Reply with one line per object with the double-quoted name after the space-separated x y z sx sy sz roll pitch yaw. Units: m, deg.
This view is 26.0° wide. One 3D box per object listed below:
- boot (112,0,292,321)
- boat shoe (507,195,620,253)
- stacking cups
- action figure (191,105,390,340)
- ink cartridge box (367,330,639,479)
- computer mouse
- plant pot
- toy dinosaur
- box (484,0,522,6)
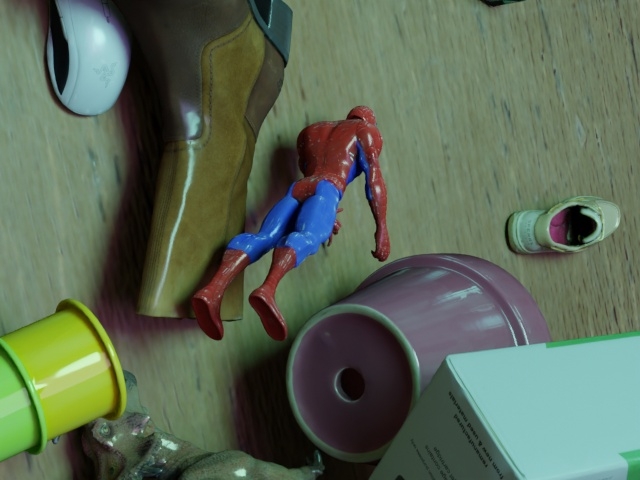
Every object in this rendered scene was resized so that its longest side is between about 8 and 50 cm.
-0.121 -0.080 1.081 0.264 0.096 0.280 27 72 -69 "boot"
0.274 -0.014 1.476 0.170 0.059 0.063 -13 97 -41 "boat shoe"
-0.289 0.136 0.915 0.316 0.096 0.096 -22 104 -29 "stacking cups"
0.000 0.000 1.162 0.280 0.091 0.139 -61 140 -41 "action figure"
0.145 0.216 1.098 0.211 0.289 0.121 -5 48 -34 "ink cartridge box"
-0.177 -0.195 1.085 0.106 0.042 0.193 -7 94 -43 "computer mouse"
0.073 0.112 1.171 0.180 0.201 0.201 -2 91 -58 "plant pot"
-0.082 0.227 1.048 0.200 0.295 0.127 7 114 -40 "toy dinosaur"
0.105 -0.396 1.333 0.322 0.058 0.232 21 75 -39 "box"
